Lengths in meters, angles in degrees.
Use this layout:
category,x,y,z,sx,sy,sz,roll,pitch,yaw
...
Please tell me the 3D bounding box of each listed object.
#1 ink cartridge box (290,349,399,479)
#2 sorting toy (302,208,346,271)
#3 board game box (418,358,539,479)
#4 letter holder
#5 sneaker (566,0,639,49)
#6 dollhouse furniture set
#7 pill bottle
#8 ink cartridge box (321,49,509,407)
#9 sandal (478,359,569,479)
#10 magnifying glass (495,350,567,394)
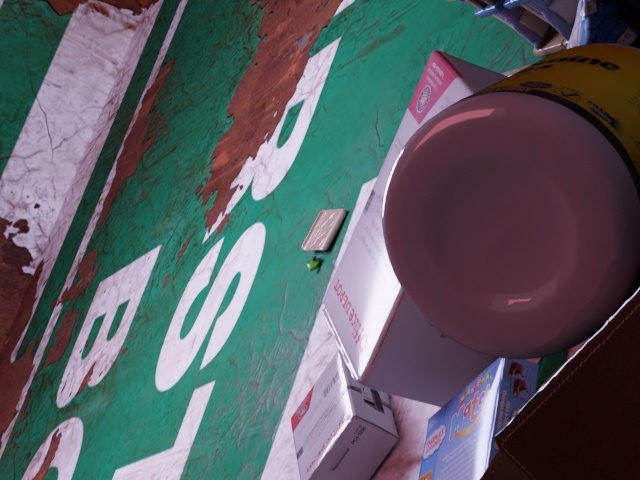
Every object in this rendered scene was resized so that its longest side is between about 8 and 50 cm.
category,x,y,z,sx,sy,sz,roll,pitch,yaw
ink cartridge box,0.023,0.188,1.940,0.099,0.056,0.135,-55,19,19
sorting toy,0.000,0.000,2.330,0.083,0.012,0.062,-62,23,-12
board game box,0.120,0.219,1.623,0.160,0.039,0.212,130,156,-56
letter holder,0.286,0.101,1.229,0.152,0.214,0.302,-37,-12,-35
sneaker,0.255,-0.175,1.830,0.083,0.071,0.191,-43,26,57
dollhouse furniture set,0.190,-0.197,1.928,0.184,0.129,0.129,-65,19,-13
pill bottle,0.192,-0.045,1.455,0.188,0.188,0.334,-52,-11,28
ink cartridge box,0.120,-0.010,1.813,0.207,0.117,0.283,-117,48,-67
sandal,0.186,0.164,1.513,0.240,0.088,0.079,-47,-8,3
magnifying glass,0.179,0.141,1.656,0.092,0.026,0.231,-46,23,40
